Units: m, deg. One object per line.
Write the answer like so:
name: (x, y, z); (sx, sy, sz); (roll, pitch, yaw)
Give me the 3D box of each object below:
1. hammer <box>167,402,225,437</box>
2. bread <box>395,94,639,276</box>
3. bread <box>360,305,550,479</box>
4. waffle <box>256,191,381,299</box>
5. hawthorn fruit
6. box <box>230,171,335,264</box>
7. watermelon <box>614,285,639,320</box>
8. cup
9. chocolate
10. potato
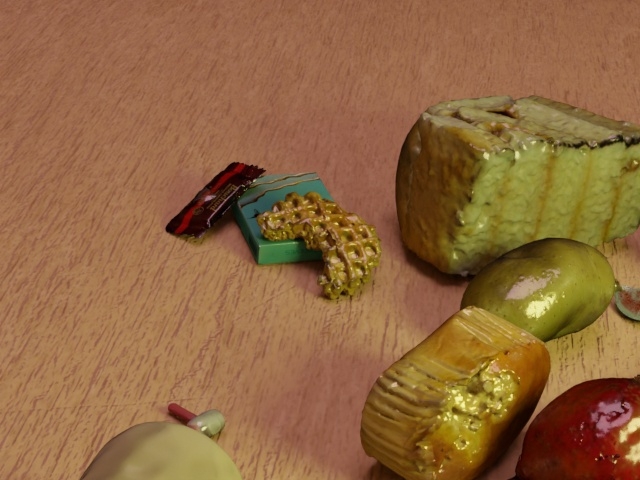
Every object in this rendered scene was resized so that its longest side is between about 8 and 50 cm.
hammer: (-0.160, 0.219, 1.612); (0.083, 0.031, 0.053); (21, 29, 38)
bread: (0.306, -0.110, 2.069); (0.395, 0.239, 0.264); (-9, 32, -29)
bread: (0.171, 0.192, 1.566); (0.133, 0.179, 0.250); (31, 38, 31)
waffle: (0.001, -0.002, 1.949); (0.194, 0.051, 0.149); (34, 49, 15)
hawthorn fruit: (0.305, 0.257, 1.505); (0.235, 0.181, 0.181); (-24, 35, -6)
box: (-0.050, -0.038, 2.078); (0.162, 0.041, 0.229); (-5, 31, -17)
watermelon: (0.476, 0.083, 1.930); (0.085, 0.061, 0.085); (10, 35, -7)
cup: (-0.223, 0.292, 1.320); (0.255, 0.173, 0.202); (13, 28, 12)
chocolate: (-0.168, -0.067, 2.069); (0.086, 0.028, 0.182); (16, 47, 38)
potato: (0.301, 0.080, 1.832); (0.248, 0.143, 0.169); (-25, 3, -35)
